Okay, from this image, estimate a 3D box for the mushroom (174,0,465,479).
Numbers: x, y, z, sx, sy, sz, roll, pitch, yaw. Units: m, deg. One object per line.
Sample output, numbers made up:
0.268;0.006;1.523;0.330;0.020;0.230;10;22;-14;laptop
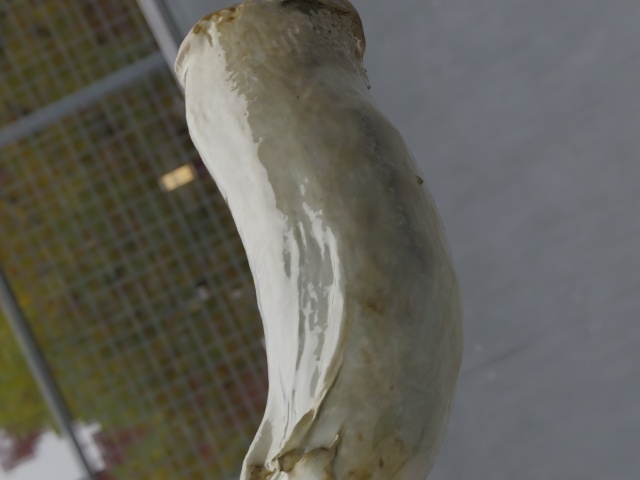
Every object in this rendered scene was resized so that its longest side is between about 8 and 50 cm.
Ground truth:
0.000;0.000;0.976;0.351;0.123;0.095;-100;1;-46;mushroom
